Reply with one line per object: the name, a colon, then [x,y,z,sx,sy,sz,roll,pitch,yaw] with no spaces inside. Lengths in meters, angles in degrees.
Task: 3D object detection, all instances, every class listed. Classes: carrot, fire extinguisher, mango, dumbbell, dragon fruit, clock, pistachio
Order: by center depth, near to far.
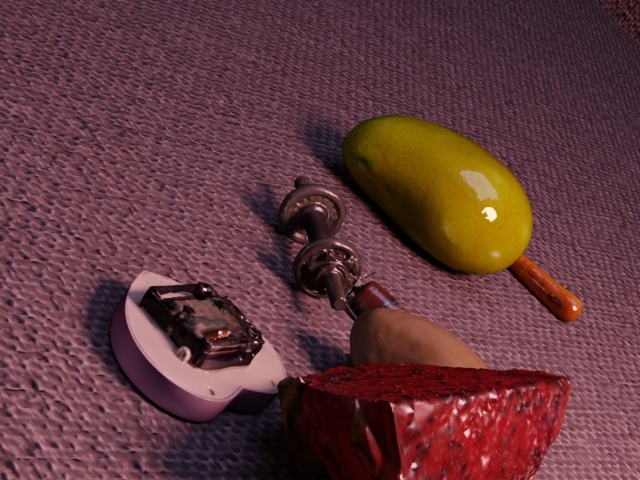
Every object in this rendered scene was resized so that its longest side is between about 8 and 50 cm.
dragon fruit: [0.074,0.199,1.634,0.205,0.152,0.317,6,5,39]
clock: [-0.119,0.089,1.667,0.172,0.064,0.198,49,24,22]
pistachio: [0.112,0.162,1.808,0.226,0.136,0.136,45,23,29]
fire extinguisher: [0.083,0.095,1.988,0.158,0.043,0.064,42,65,11]
dumbbell: [0.000,0.000,1.994,0.081,0.081,0.254,27,25,-26]
mango: [0.162,-0.068,2.286,0.273,0.149,0.185,42,24,22]
carrot: [0.287,0.042,2.405,0.190,0.037,0.037,44,23,17]
